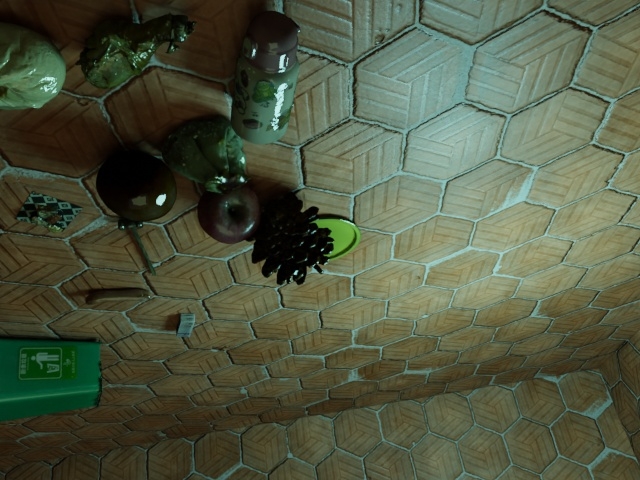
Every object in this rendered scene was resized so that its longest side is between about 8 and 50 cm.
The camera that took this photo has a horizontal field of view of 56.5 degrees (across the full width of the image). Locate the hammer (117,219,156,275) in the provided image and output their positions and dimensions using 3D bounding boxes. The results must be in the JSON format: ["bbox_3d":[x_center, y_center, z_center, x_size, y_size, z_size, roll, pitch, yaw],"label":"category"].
[{"bbox_3d":[-0.482,0.026,1.610,0.058,0.029,0.292,-5,150,-5],"label":"hammer"}]

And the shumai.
[{"bbox_3d":[-0.245,-0.157,1.275,0.184,0.142,0.184,-10,148,-6],"label":"shumai"}]

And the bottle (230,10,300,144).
[{"bbox_3d":[-0.102,-0.303,1.105,0.120,0.120,0.253,-2,147,-13],"label":"bottle"}]

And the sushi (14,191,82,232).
[{"bbox_3d":[-0.651,-0.057,1.425,0.120,0.026,0.126,20,137,-38],"label":"sushi"}]

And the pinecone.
[{"bbox_3d":[-0.074,0.008,1.499,0.201,0.229,0.202,30,136,-35],"label":"pinecone"}]

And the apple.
[{"bbox_3d":[-0.218,-0.067,1.424,0.153,0.154,0.120,4,-178,-21],"label":"apple"}]

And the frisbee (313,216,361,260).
[{"bbox_3d":[0.000,0.000,1.709,0.235,0.017,0.236,-7,148,-4],"label":"frisbee"}]

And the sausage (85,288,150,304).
[{"bbox_3d":[-0.604,0.167,1.781,0.186,0.043,0.043,-2,147,-14],"label":"sausage"}]

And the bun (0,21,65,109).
[{"bbox_3d":[-0.537,-0.285,1.016,0.188,0.111,0.164,2,149,-25],"label":"bun"}]

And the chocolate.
[{"bbox_3d":[-0.393,-0.108,1.295,0.176,0.177,0.177,-7,148,-5],"label":"chocolate"}]

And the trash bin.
[{"bbox_3d":[-0.927,0.464,1.965,0.381,0.259,0.295,3,146,-25],"label":"trash bin"}]

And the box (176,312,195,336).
[{"bbox_3d":[-0.457,0.287,2.017,0.050,0.036,0.117,4,144,-22],"label":"box"}]

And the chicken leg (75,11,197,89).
[{"bbox_3d":[-0.323,-0.336,1.019,0.227,0.088,0.103,-20,134,22],"label":"chicken leg"}]
